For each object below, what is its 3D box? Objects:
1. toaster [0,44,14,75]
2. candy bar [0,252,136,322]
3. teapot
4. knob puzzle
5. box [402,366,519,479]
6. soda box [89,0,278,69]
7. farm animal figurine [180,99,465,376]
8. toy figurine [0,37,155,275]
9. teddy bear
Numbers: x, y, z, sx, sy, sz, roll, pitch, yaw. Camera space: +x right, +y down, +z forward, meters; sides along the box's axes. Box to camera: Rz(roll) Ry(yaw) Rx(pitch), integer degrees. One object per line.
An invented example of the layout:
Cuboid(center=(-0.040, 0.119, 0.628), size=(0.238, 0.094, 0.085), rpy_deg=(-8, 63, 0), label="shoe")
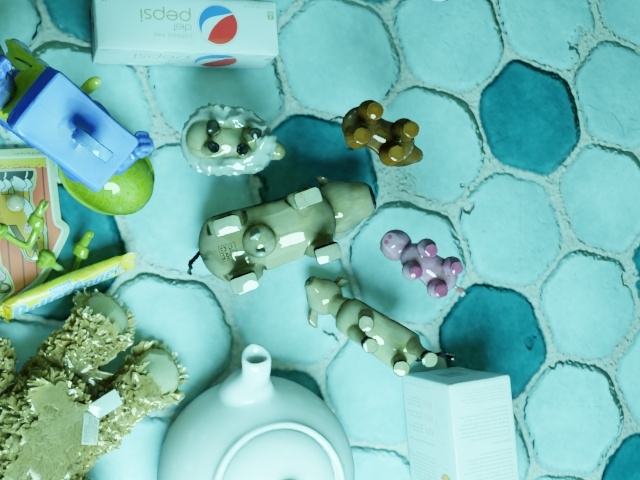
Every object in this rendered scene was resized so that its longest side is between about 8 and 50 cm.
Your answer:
Cuboid(center=(-0.431, -0.170, 0.818), size=(0.227, 0.129, 0.146), rpy_deg=(-36, 102, -26), label="toaster")
Cuboid(center=(-0.287, 0.051, 0.904), size=(0.162, 0.040, 0.018), rpy_deg=(-24, 69, -24), label="candy bar")
Cuboid(center=(-0.059, 0.282, 0.903), size=(0.256, 0.187, 0.252), rpy_deg=(36, 76, -16), label="teapot")
Cuboid(center=(-0.380, -0.005, 0.882), size=(0.213, 0.030, 0.213), rpy_deg=(1, 87, -21), label="knob puzzle")
Cuboid(center=(0.180, 0.257, 1.023), size=(0.091, 0.130, 0.170), rpy_deg=(-5, 89, -21), label="box")
Cuboid(center=(-0.163, -0.250, 0.953), size=(0.216, 0.074, 0.069), rpy_deg=(-3, 88, -21), label="soda box")
Cuboid(center=(0.000, 0.000, 0.963), size=(0.327, 0.172, 0.330), rpy_deg=(-2, 95, -8), label="farm animal figurine")
Cuboid(center=(-0.257, -0.075, 0.754), size=(0.191, 0.217, 0.362), rpy_deg=(-58, 138, -14), label="toy figurine")
Cuboid(center=(-0.296, 0.207, 0.857), size=(0.245, 0.113, 0.338), rpy_deg=(37, 61, -26), label="teddy bear")
